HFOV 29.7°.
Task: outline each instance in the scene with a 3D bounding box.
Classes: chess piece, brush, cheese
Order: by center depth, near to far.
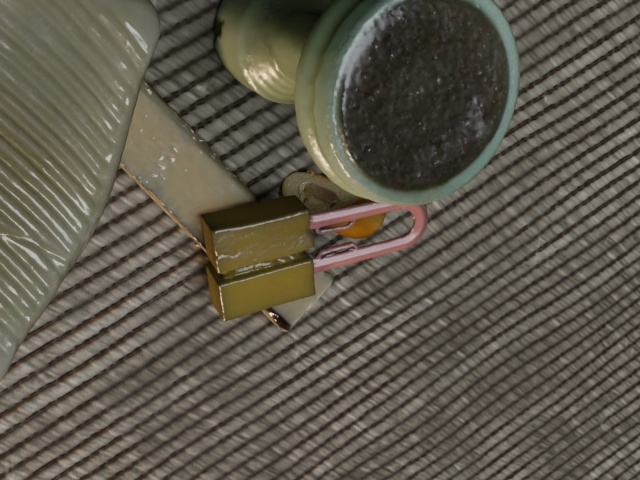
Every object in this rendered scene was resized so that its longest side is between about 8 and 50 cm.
[{"bbox_3d":[0.017,-0.159,1.067,0.194,0.299,0.194,-11,114,-26],"label":"chess piece"},{"bbox_3d":[-0.124,-0.052,1.193,0.085,0.034,0.400,-49,125,-8],"label":"cheese"},{"bbox_3d":[0.000,0.000,1.219,0.233,0.047,0.103,-14,121,-17],"label":"brush"}]

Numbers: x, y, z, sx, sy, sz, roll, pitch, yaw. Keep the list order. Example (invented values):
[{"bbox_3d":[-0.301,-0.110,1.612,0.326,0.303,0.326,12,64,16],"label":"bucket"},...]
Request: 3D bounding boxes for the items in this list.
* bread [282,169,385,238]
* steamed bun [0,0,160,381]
[{"bbox_3d":[0.015,-0.036,1.257,0.103,0.062,0.049,26,83,-34],"label":"bread"},{"bbox_3d":[-0.315,-0.073,0.953,0.247,0.236,0.383,27,85,-39],"label":"steamed bun"}]
